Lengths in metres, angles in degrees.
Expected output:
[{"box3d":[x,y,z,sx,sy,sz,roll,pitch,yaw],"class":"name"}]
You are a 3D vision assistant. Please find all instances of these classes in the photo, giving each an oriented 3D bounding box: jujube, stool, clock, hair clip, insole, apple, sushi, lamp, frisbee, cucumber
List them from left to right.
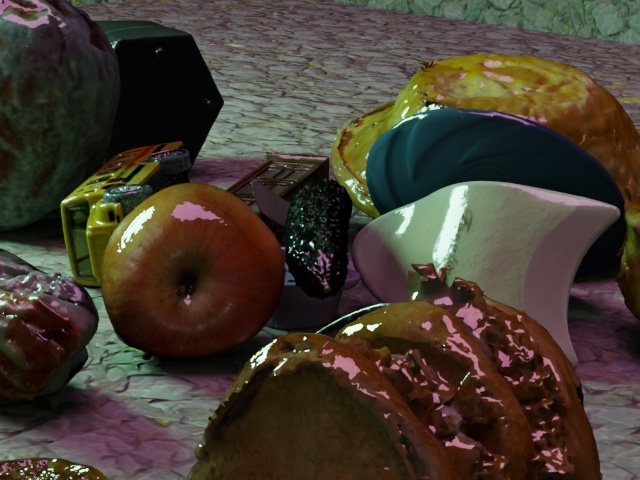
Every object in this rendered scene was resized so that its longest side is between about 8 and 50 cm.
[{"box3d":[-0.316,0.067,1.664,0.332,0.124,0.130,16,31,40],"class":"sushi"},{"box3d":[-0.367,-0.165,2.176,0.215,0.308,0.246,-5,23,-35],"class":"jujube"},{"box3d":[-0.257,-0.192,2.489,0.232,0.232,0.141,-9,20,-35],"class":"stool"},{"box3d":[-0.125,0.028,1.761,0.199,0.199,0.199,2,15,0],"class":"apple"},{"box3d":[-0.068,-0.032,2.142,0.089,0.090,0.325,5,14,13],"class":"lamp"},{"box3d":[-0.031,-0.021,2.038,0.004,0.064,0.188,-24,-29,18],"class":"insole"},{"box3d":[-0.025,0.048,1.913,0.110,0.050,0.152,-3,16,-17],"class":"clock"},{"box3d":[-0.001,-0.001,1.861,0.072,0.072,0.300,2,15,0],"class":"cucumber"},{"box3d":[0.153,0.024,1.831,0.113,0.173,0.282,23,-9,-32],"class":"hair clip"},{"box3d":[0.182,-0.030,1.922,0.289,0.289,0.049,7,54,20],"class":"frisbee"}]

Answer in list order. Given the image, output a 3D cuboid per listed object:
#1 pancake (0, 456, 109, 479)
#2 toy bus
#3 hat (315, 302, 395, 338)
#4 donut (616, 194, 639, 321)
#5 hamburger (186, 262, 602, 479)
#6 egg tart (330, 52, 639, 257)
[{"box3d":[-0.231,0.196,1.369,0.158,0.028,0.158,2,12,0],"class":"pancake"},{"box3d":[-0.214,-0.026,2.045,0.123,0.121,0.335,-5,13,9],"class":"toy bus"},{"box3d":[0.020,0.144,1.516,0.193,0.082,0.193,-35,18,13],"class":"hat"},{"box3d":[0.461,0.048,1.815,0.330,0.160,0.330,7,25,-3],"class":"donut"},{"box3d":[0.055,0.146,1.146,0.211,0.261,0.245,-7,10,-44],"class":"hamburger"},{"box3d":[0.230,-0.119,2.201,0.443,0.178,0.443,4,28,-2],"class":"egg tart"}]
